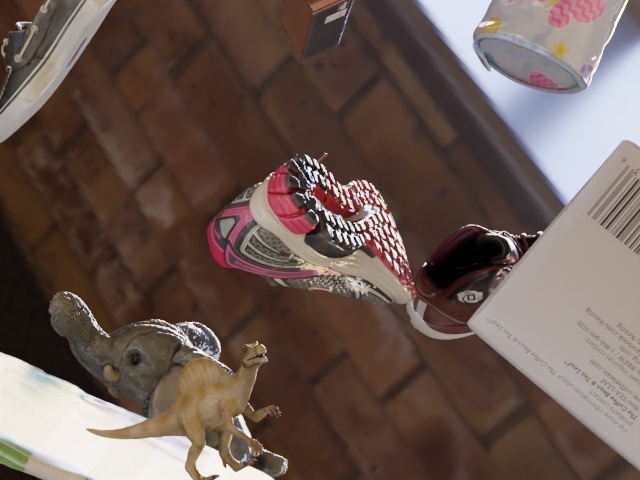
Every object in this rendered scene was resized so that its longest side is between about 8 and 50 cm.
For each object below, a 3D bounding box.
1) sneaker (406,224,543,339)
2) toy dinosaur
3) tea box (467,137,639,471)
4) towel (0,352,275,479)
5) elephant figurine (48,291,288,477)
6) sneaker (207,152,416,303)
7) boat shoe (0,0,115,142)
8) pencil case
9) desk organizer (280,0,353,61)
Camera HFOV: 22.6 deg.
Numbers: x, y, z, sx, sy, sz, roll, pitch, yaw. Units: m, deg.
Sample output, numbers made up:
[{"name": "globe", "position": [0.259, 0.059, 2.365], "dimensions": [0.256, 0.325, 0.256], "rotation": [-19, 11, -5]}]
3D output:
[{"name": "sneaker", "position": [0.232, 0.029, 1.742], "dimensions": [0.162, 0.281, 0.106], "rotation": [81, -8, -66]}, {"name": "toy dinosaur", "position": [-0.091, 0.140, 1.248], "dimensions": [0.053, 0.183, 0.093], "rotation": [-6, 68, -60]}, {"name": "tea box", "position": [0.334, 0.099, 1.475], "dimensions": [0.329, 0.220, 0.323], "rotation": [40, 3, 7]}, {"name": "towel", "position": [-0.197, 0.189, 1.410], "dimensions": [0.324, 0.038, 0.248], "rotation": [24, 7, 0]}, {"name": "elephant figurine", "position": [-0.157, 0.153, 1.664], "dimensions": [0.169, 0.239, 0.186], "rotation": [15, 28, 34]}, {"name": "sneaker", "position": [0.000, 0.000, 1.559], "dimensions": [0.299, 0.112, 0.121], "rotation": [29, 38, -57]}, {"name": "boat shoe", "position": [-0.301, -0.204, 1.717], "dimensions": [0.070, 0.219, 0.078], "rotation": [38, 14, -3]}, {"name": "pencil case", "position": [0.244, -0.274, 1.509], "dimensions": [0.124, 0.273, 0.113], "rotation": [23, -10, 10]}, {"name": "desk organizer", "position": [-0.005, -0.231, 1.602], "dimensions": [0.050, 0.047, 0.130], "rotation": [62, -12, 10]}]
